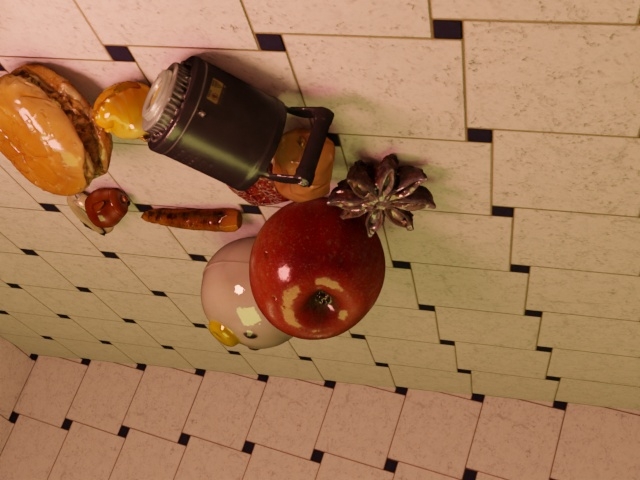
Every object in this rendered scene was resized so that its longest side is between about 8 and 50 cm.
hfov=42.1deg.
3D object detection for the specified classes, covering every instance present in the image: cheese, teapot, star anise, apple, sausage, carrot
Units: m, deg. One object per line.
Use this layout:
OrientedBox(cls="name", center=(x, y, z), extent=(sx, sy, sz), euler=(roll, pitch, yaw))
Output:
OrientedBox(cls="cheese", center=(-0.668, -0.109, 2.302), extent=(0.127, 0.054, 0.251), euler=(23, 156, 28))
OrientedBox(cls="teapot", center=(-0.568, -0.095, 2.258), extent=(0.116, 0.116, 0.173), euler=(5, -178, 14))
OrientedBox(cls="star anise", center=(0.135, -0.114, 1.886), extent=(0.236, 0.109, 0.223), euler=(-10, 146, 13))
OrientedBox(cls="apple", center=(-0.008, 0.072, 2.063), extent=(0.348, 0.277, 0.348), euler=(-3, 128, -3))
OrientedBox(cls="sausage", center=(-0.036, -0.164, 1.824), extent=(0.136, 0.120, 0.241), euler=(2, 157, -7))
OrientedBox(cls="carrot", center=(-0.362, -0.062, 2.281), extent=(0.314, 0.066, 0.066), euler=(4, 155, 22))

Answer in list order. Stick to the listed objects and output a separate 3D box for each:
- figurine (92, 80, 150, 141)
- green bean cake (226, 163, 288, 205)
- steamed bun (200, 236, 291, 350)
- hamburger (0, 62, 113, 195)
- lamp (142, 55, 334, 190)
OrientedBox(cls="figurine", center=(-0.387, -0.262, 1.781), extent=(0.156, 0.131, 0.246), euler=(46, -175, 21))
OrientedBox(cls="green bean cake", center=(-0.149, -0.134, 2.023), extent=(0.136, 0.056, 0.135), euler=(-6, 152, 35))
OrientedBox(cls="steamed bun", center=(-0.177, 0.150, 2.366), extent=(0.334, 0.334, 0.374), euler=(9, 160, 5))
OrientedBox(cls="hamburger", center=(-0.598, -0.229, 1.805), extent=(0.319, 0.158, 0.318), euler=(26, 144, 20))
OrientedBox(cls="lamp", center=(-0.206, -0.232, 1.636), extent=(0.374, 0.205, 0.272), euler=(4, 162, 42))
